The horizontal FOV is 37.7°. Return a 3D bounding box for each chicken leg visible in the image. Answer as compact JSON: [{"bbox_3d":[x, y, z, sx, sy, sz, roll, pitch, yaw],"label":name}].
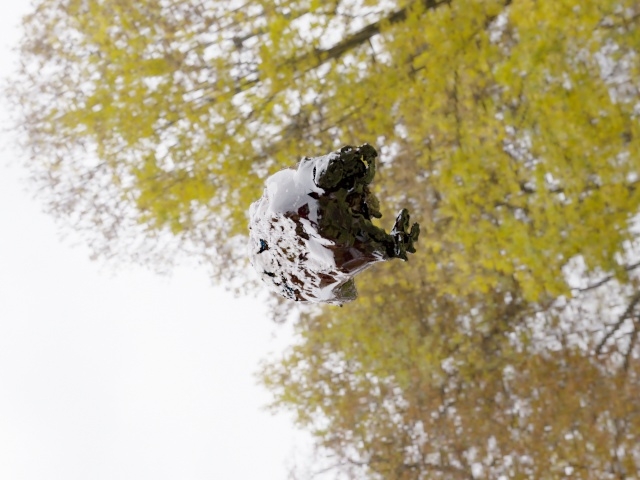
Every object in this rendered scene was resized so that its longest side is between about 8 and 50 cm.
[{"bbox_3d":[0.000,0.000,0.637,0.105,0.234,0.063,35,-112,-1],"label":"chicken leg"}]
